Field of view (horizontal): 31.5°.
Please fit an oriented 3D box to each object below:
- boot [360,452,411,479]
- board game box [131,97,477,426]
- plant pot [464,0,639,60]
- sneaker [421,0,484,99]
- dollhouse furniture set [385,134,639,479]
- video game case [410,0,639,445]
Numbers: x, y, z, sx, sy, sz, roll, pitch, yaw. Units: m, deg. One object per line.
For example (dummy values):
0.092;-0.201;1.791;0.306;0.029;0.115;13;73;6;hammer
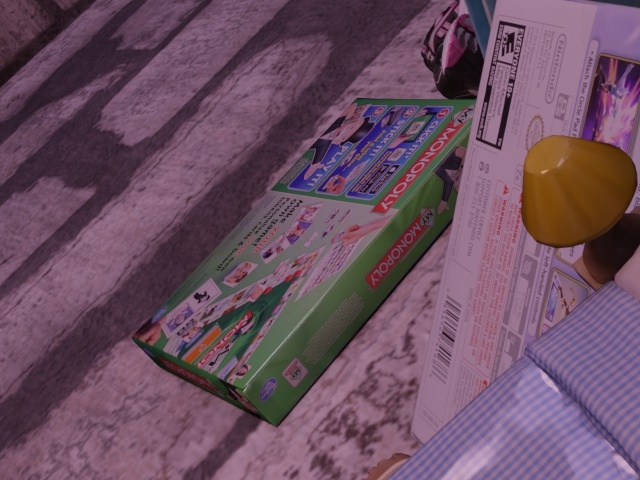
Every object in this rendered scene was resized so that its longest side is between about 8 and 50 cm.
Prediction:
0.029;0.190;0.621;0.158;0.059;0.084;-48;33;-20;boot
0.000;0.000;0.966;0.317;0.046;0.213;-48;28;-17;board game box
0.227;-0.190;0.763;0.255;0.272;0.272;-17;30;8;plant pot
0.130;-0.174;1.068;0.077;0.072;0.178;-36;16;34;sneaker
0.039;0.109;0.296;0.286;0.198;0.303;-41;38;6;dollhouse furniture set
0.142;0.024;0.554;0.244;0.061;0.269;-139;57;-64;video game case
